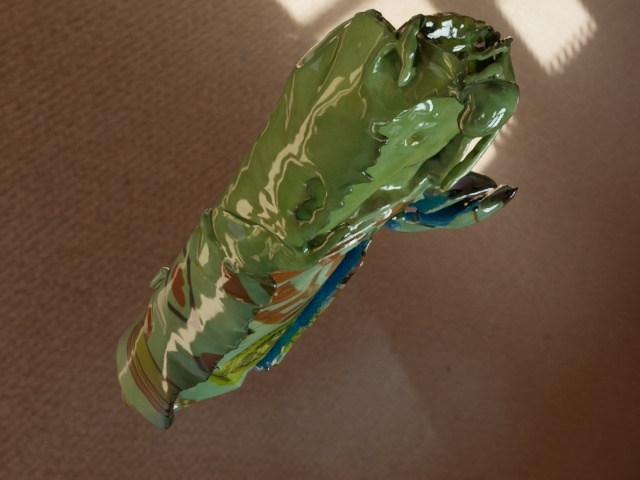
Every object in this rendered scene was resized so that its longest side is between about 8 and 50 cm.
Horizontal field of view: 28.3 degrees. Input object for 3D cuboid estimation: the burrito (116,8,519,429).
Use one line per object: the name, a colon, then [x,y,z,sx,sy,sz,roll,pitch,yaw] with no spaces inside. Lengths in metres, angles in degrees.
burrito: [0.000,0.000,0.448,0.104,0.288,0.054,-18,73,-28]
